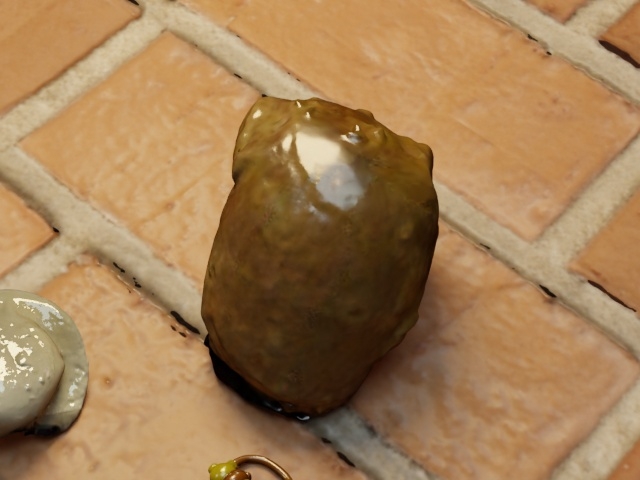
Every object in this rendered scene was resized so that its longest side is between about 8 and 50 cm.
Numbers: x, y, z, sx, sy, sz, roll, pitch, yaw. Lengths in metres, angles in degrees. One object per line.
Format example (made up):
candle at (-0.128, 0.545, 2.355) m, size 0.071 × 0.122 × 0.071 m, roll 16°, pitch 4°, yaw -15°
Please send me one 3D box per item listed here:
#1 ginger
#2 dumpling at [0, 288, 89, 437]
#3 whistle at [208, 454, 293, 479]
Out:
ginger at (0.004, 0.001, 1.283) m, size 0.200 × 0.223 × 0.269 m, roll 12°, pitch 53°, yaw 2°
dumpling at (-0.301, 0.112, 1.267) m, size 0.176 × 0.092 × 0.150 m, roll 3°, pitch 57°, yaw 0°
whistle at (-0.049, 0.221, 1.229) m, size 0.057 × 0.046 × 0.109 m, roll -44°, pitch 59°, yaw -11°
